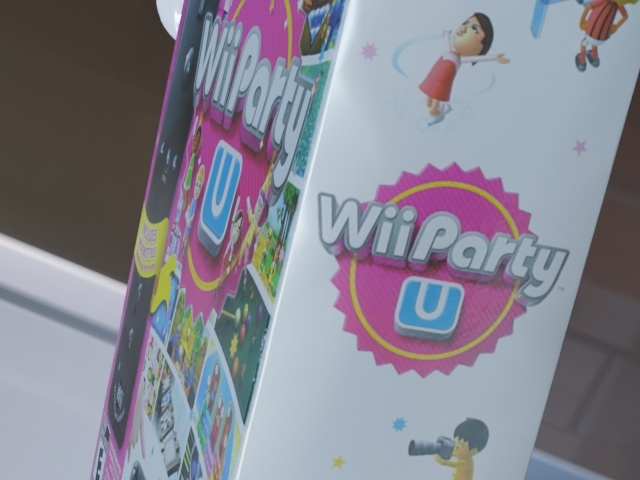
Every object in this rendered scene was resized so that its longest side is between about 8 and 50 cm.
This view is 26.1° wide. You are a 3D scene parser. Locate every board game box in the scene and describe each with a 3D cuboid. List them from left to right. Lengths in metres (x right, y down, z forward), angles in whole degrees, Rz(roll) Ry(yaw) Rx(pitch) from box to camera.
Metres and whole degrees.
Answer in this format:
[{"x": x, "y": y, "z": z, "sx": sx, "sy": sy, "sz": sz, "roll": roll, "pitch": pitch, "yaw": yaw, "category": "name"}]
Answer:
[{"x": 0.000, "y": 0.000, "z": 0.480, "sx": 0.224, "sy": 0.097, "sz": 0.303, "roll": -140, "pitch": 62, "yaw": -69, "category": "board game box"}]

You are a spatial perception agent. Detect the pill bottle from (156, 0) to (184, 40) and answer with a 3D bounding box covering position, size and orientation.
[{"x": 0.018, "y": -0.140, "z": 1.085, "sx": 0.188, "sy": 0.334, "sz": 0.188, "roll": -27, "pitch": -42, "yaw": -27, "category": "pill bottle"}]
